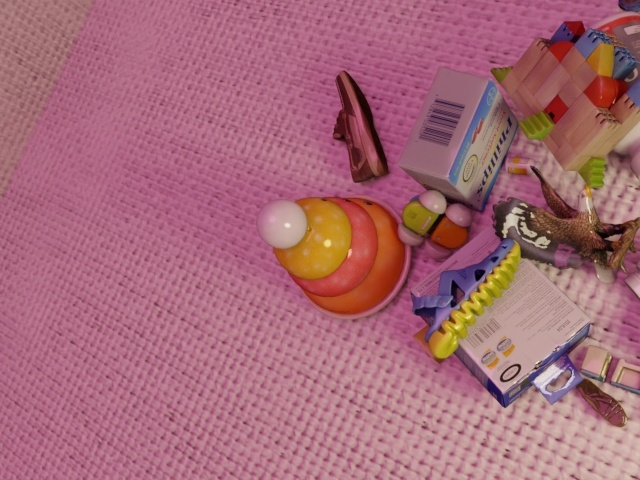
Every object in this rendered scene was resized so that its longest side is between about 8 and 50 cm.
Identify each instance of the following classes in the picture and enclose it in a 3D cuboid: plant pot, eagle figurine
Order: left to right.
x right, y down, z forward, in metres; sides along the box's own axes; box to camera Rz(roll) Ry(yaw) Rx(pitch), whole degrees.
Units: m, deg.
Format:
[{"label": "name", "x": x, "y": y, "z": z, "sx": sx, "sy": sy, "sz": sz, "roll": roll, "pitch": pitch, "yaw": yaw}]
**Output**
[{"label": "plant pot", "x": 0.298, "y": 0.251, "z": 1.836, "sx": 0.083, "sy": 0.081, "sz": 0.081, "roll": -44, "pitch": 62, "yaw": 4}, {"label": "eagle figurine", "x": 0.582, "y": -0.042, "z": 1.684, "sx": 0.298, "sy": 0.226, "sz": 0.225, "roll": 18, "pitch": 93, "yaw": 35}]

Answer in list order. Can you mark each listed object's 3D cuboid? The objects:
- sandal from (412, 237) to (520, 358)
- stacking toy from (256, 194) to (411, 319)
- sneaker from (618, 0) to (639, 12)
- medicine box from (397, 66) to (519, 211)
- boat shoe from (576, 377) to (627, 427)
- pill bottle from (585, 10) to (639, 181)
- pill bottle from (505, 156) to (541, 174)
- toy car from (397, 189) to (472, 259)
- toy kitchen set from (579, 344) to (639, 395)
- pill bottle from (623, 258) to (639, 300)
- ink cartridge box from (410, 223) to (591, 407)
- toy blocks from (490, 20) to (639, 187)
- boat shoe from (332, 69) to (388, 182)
[{"label": "sandal", "x": 0.323, "y": 0.107, "z": 1.627, "sx": 0.317, "sy": 0.126, "sz": 0.138, "roll": -45, "pitch": 58, "yaw": -8}, {"label": "stacking toy", "x": 0.000, "y": 0.000, "z": 1.820, "sx": 0.351, "sy": 0.480, "sz": 0.350, "roll": -7, "pitch": 74, "yaw": 25}, {"label": "sneaker", "x": 0.829, "y": -0.662, "z": 1.794, "sx": 0.221, "sy": 0.087, "sz": 0.083, "roll": -45, "pitch": 61, "yaw": 10}, {"label": "medicine box", "x": 0.353, "y": -0.245, "z": 1.812, "sx": 0.149, "sy": 0.289, "sz": 0.263, "roll": 22, "pitch": 88, "yaw": 32}, {"label": "boat shoe", "x": 0.643, "y": 0.370, "z": 1.648, "sx": 0.050, "sy": 0.045, "sz": 0.135, "roll": -41, "pitch": 58, "yaw": 3}, {"label": "pill bottle", "x": 0.738, "y": -0.332, "z": 1.685, "sx": 0.210, "sy": 0.210, "sz": 0.363, "roll": -28, "pitch": 66, "yaw": 18}, {"label": "pill bottle", "x": 0.520, "y": -0.191, "z": 1.855, "sx": 0.083, "sy": 0.043, "sz": 0.043, "roll": 9, "pitch": 81, "yaw": 28}, {"label": "toy car", "x": 0.296, "y": -0.055, "z": 1.876, "sx": 0.182, "sy": 0.136, "sz": 0.159, "roll": 26, "pitch": 121, "yaw": -8}, {"label": "toy kitchen set", "x": 0.678, "y": 0.322, "z": 1.572, "sx": 0.207, "sy": 0.166, "sz": 0.122, "roll": 15, "pitch": 84, "yaw": 29}, {"label": "pill bottle", "x": 0.793, "y": 0.056, "z": 1.610, "sx": 0.215, "sy": 0.117, "sz": 0.117, "roll": -39, "pitch": 63, "yaw": 13}, {"label": "ink cartridge box", "x": 0.438, "y": 0.198, "z": 1.703, "sx": 0.270, "sy": 0.151, "sz": 0.395, "roll": -38, "pitch": 60, "yaw": -5}, {"label": "toy blocks", "x": 0.578, "y": -0.347, "z": 1.605, "sx": 0.261, "sy": 0.191, "sz": 0.381, "roll": -56, "pitch": 48, "yaw": 40}, {"label": "boat shoe", "x": 0.086, "y": -0.324, "z": 2.070, "sx": 0.123, "sy": 0.123, "sz": 0.342, "roll": -23, "pitch": 74, "yaw": 19}]
